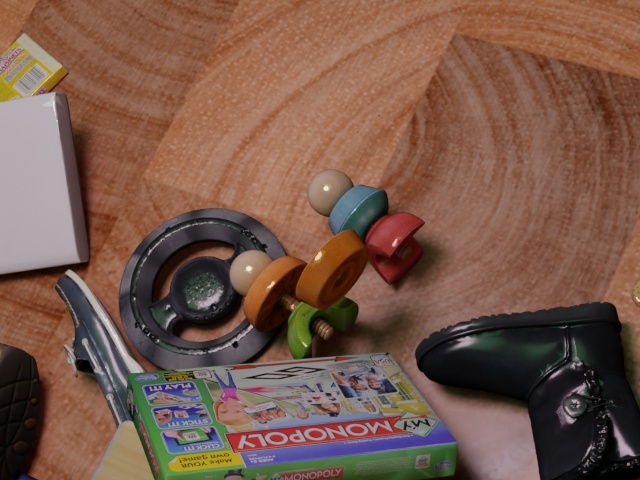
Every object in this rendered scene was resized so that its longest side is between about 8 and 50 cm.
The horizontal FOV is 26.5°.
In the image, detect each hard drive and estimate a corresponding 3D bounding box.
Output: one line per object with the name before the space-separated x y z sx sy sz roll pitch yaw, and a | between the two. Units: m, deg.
hard drive | -0.501 -0.062 1.883 0.353 0.047 0.233 -8 91 16

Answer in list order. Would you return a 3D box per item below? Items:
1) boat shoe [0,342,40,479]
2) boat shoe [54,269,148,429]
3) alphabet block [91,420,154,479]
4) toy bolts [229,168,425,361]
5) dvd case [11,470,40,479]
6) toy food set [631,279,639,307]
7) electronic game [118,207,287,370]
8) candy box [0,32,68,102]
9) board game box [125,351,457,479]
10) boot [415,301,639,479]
boat shoe | -0.452 0.280 1.682 0.120 0.122 0.324 5 67 27
boat shoe | -0.278 0.148 1.727 0.079 0.095 0.254 -35 70 -6
alphabet block | -0.149 0.341 1.527 0.197 0.192 0.193 17 74 26
toy bolts | 0.000 0.000 1.626 0.158 0.218 0.228 39 64 21
dvd case | -0.432 0.404 1.695 0.180 0.022 0.253 18 72 26
toy food set | 0.407 0.052 1.566 0.083 0.020 0.082 23 74 28
electronic game | -0.148 0.065 1.745 0.229 0.048 0.229 -4 67 9
candy box | -0.478 -0.207 2.013 0.206 0.027 0.105 -46 56 -6
board game box | -0.037 0.202 1.491 0.317 0.046 0.213 -3 23 -18
boot | 0.236 0.186 1.517 0.246 0.094 0.207 -10 58 8
